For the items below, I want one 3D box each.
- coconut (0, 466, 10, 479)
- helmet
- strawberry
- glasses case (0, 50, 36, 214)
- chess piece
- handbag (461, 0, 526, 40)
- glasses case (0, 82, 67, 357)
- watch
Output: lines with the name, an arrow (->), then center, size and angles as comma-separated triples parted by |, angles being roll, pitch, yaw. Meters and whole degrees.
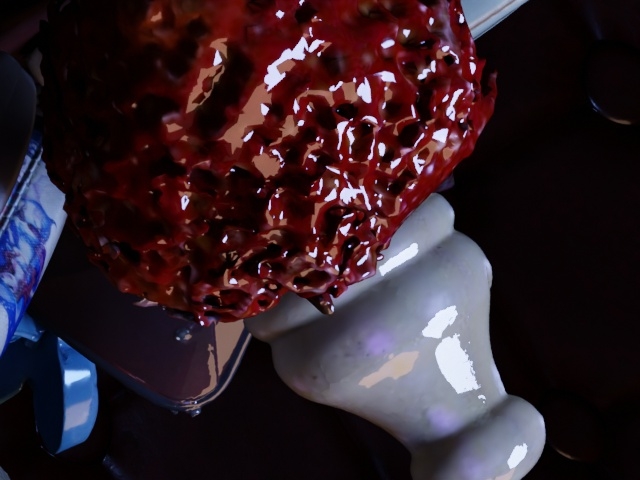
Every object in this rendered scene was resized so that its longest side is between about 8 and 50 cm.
coconut -> -0.315, 0.221, 1.097 | 0.360, 0.346, 0.346 | -22, -175, 21
helmet -> -0.091, -0.015, 1.154 | 0.216, 0.193, 0.189 | -9, -161, -10
strawberry -> -0.028, -0.063, 0.782 | 0.187, 0.184, 0.201 | 2, 163, 10
glasses case -> -0.159, -0.024, 0.808 | 0.074, 0.049, 0.193 | -37, -161, 17
chess piece -> 0.000, 0.000, 0.966 | 0.124, 0.307, 0.139 | -32, -178, 39
handbag -> 0.051, -0.194, 1.297 | 0.241, 0.109, 0.315 | -31, -165, 10
glasses case -> -0.182, 0.018, 0.937 | 0.125, 0.076, 0.327 | -45, -164, 21
watch -> -0.271, 0.061, 1.426 | 0.193, 0.211, 0.211 | -13, 174, -23
